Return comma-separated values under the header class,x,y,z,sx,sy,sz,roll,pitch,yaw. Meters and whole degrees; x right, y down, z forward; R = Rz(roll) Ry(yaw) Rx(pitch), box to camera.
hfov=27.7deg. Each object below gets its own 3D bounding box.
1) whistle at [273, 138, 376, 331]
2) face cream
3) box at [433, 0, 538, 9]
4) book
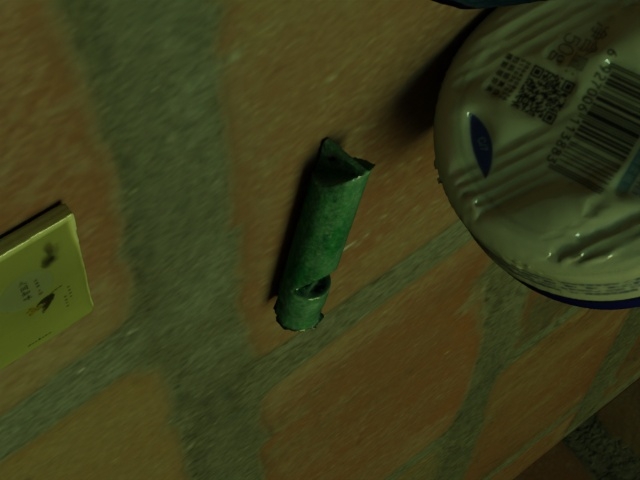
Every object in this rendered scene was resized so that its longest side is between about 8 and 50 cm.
class,x,y,z,sx,sy,sz,roll,pitch,yaw
whistle,0.000,0.000,0.881,0.039,0.039,0.186,-29,156,-29
face cream,0.177,-0.065,0.823,0.206,0.206,0.111,-44,155,7
box,0.119,-0.164,0.458,0.279,0.116,0.261,-4,180,31
book,-0.161,0.030,0.695,0.077,0.014,0.111,-34,158,-20
